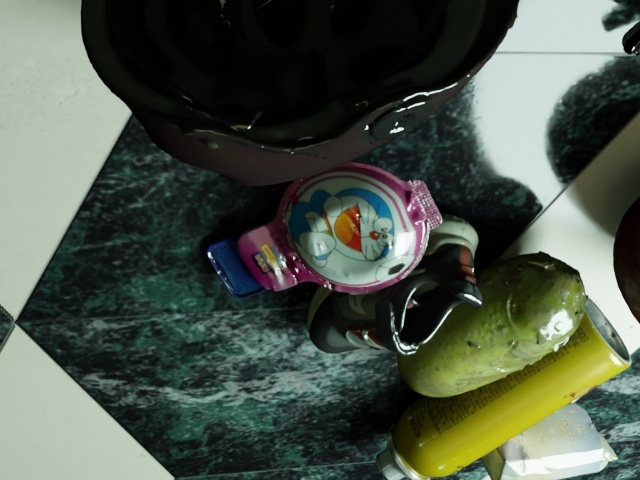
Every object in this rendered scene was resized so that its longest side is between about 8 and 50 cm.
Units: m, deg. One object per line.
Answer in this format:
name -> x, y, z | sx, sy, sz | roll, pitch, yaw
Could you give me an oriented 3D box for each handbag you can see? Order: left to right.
handbag -> 0.298, 0.275, 1.166 | 0.173, 0.117, 0.095 | -2, 122, -13

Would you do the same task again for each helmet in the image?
helmet -> -0.010, -0.149, 0.637 | 0.305, 0.225, 0.177 | -12, 160, -4

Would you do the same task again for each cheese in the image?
cheese -> 0.000, 0.000, 0.866 | 0.244, 0.062, 0.155 | -18, 116, 20

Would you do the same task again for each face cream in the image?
face cream -> 0.212, 0.204, 1.088 | 0.348, 0.105, 0.105 | -38, 129, 22

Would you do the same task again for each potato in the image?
potato -> 0.185, 0.098, 0.980 | 0.149, 0.113, 0.251 | 15, 142, -41

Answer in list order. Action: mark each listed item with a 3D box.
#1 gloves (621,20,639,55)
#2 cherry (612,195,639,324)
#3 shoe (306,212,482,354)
gloves -> 0.387, -0.192, 0.749 | 0.285, 0.119, 0.142 | -16, 136, -18
cherry -> 0.430, 0.027, 0.901 | 0.230, 0.203, 0.300 | -29, 133, 9
shoe -> 0.080, 0.069, 0.926 | 0.227, 0.112, 0.099 | -40, 130, 22
